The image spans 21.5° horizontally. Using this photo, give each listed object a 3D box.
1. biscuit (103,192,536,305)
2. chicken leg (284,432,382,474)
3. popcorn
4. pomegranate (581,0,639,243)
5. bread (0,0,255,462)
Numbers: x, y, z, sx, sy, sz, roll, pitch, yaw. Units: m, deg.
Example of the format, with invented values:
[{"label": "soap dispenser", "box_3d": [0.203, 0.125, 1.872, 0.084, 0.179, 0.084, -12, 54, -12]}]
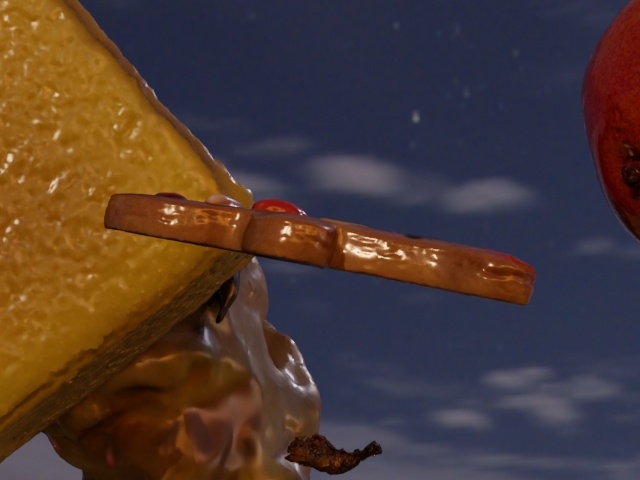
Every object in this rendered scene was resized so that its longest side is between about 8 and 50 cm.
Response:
[{"label": "biscuit", "box_3d": [0.000, -0.001, 0.965, 0.250, 0.036, 0.165, 10, -2, 2]}, {"label": "chicken leg", "box_3d": [0.008, 0.174, 1.352, 0.083, 0.036, 0.021, 1, -54, 30]}, {"label": "popcorn", "box_3d": [-0.137, 0.134, 1.446, 0.281, 0.316, 0.297, -8, -6, 26]}, {"label": "pomegranate", "box_3d": [0.302, -0.092, 1.162, 0.256, 0.221, 0.221, -32, 3, -40]}, {"label": "bread", "box_3d": [-0.259, -0.024, 1.245, 0.333, 0.323, 0.143, -38, -3, -13]}]
